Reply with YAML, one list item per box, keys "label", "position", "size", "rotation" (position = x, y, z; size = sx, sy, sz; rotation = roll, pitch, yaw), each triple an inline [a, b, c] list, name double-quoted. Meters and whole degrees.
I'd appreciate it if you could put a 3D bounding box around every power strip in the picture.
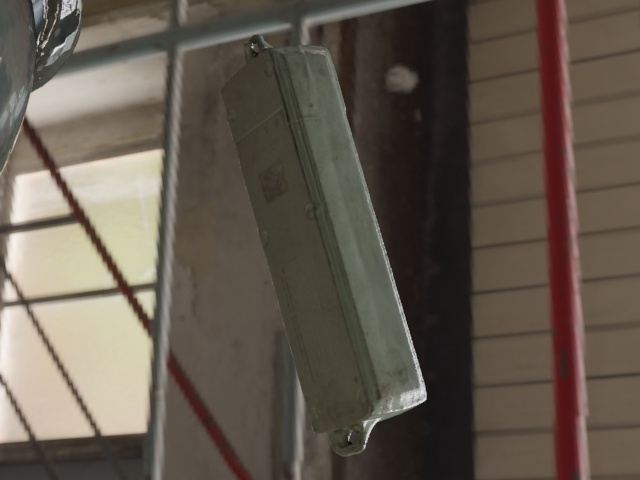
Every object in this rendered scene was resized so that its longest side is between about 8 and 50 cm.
- label: "power strip"
  position: [0.000, 0.000, 0.816]
  size: [0.052, 0.078, 0.272]
  rotation: [-9, 77, -36]

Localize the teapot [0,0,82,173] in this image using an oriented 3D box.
- label: "teapot"
  position: [-0.262, -0.093, 0.697]
  size: [0.223, 0.305, 0.285]
  rotation: [38, 29, -9]
